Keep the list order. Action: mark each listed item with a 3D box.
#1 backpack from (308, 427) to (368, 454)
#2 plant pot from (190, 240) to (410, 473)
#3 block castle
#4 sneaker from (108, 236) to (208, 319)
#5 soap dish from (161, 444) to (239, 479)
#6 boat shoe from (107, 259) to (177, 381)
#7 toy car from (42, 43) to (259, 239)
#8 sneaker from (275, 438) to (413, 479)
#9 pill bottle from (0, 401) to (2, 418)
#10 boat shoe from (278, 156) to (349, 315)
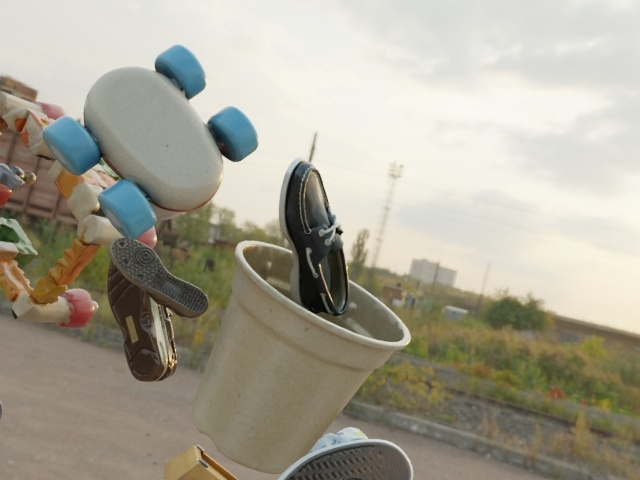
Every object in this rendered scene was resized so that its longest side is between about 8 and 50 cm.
[{"bbox_3d":[0.035,0.559,1.420,0.290,0.356,0.273,-6,17,-38],"label":"backpack"},{"bbox_3d":[-0.062,0.215,1.196,0.333,0.306,0.334,27,10,-5],"label":"plant pot"},{"bbox_3d":[-0.568,-0.068,1.447,0.453,0.303,0.212,48,13,21],"label":"block castle"},{"bbox_3d":[-0.276,0.073,1.140,0.188,0.066,0.071,40,-37,-9],"label":"sneaker"},{"bbox_3d":[-0.225,0.546,1.449,0.229,0.118,0.291,40,-14,-4],"label":"soap dish"},{"bbox_3d":[-0.320,0.133,1.259,0.095,0.258,0.095,-19,-17,19],"label":"boat shoe"},{"bbox_3d":[-0.241,-0.111,0.974,0.210,0.219,0.238,49,-23,-1],"label":"toy car"},{"bbox_3d":[-0.029,0.323,0.813,0.290,0.106,0.123,-26,-16,-8],"label":"sneaker"},{"bbox_3d":[-0.404,0.206,0.790,0.067,0.067,0.120,15,4,-20],"label":"pill bottle"},{"bbox_3d":[0.000,0.000,1.167,0.091,0.114,0.303,16,-45,27],"label":"boat shoe"}]
